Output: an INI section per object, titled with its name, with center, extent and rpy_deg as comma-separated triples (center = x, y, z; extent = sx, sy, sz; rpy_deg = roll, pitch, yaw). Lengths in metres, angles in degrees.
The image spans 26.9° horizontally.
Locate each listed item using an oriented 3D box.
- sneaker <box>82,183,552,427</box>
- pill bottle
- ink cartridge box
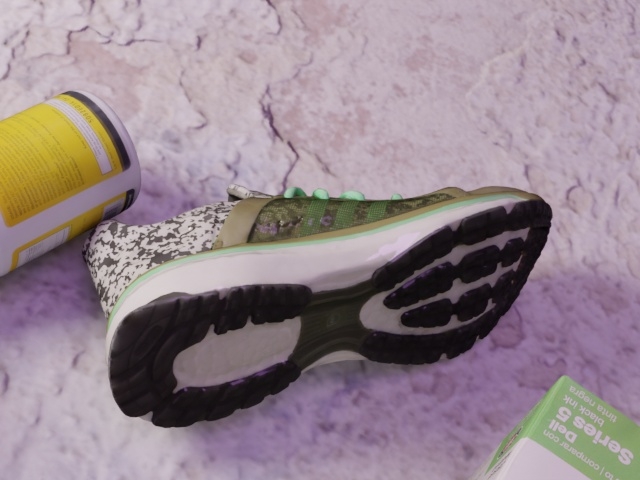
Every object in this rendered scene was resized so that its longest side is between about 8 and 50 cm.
[sneaker]
center = 0.000, 0.000, 1.039
extent = 0.410, 0.158, 0.182
rpy_deg = -10, 44, -31
[pill bottle]
center = -0.231, -0.033, 0.989
extent = 0.184, 0.103, 0.103
rpy_deg = -31, 72, -34
[ink cartridge box]
center = 0.105, 0.250, 0.858
extent = 0.115, 0.198, 0.273
rpy_deg = 36, 52, 6
